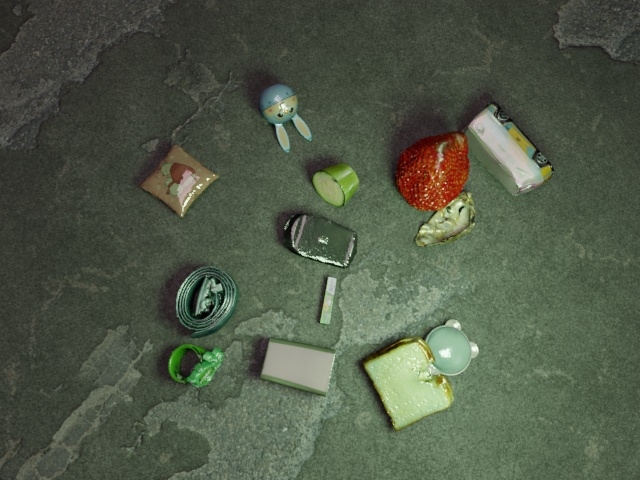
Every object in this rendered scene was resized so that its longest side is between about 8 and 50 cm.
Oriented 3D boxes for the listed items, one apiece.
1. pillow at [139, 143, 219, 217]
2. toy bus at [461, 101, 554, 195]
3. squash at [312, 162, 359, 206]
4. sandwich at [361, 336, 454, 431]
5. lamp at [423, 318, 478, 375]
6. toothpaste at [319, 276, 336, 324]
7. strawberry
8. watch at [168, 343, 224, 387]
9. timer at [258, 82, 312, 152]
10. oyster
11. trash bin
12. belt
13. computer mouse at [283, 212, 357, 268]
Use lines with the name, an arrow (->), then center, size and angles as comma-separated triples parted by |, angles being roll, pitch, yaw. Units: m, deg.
pillow -> -0.550, -0.233, 1.776 | 0.223, 0.084, 0.236 | 39, 82, 5
toy bus -> 0.735, -0.349, 1.822 | 0.162, 0.171, 0.386 | -38, 82, 0
squash -> 0.067, -0.222, 1.766 | 0.123, 0.170, 0.170 | -37, 81, -21
sandwich -> 0.308, 0.489, 1.595 | 0.249, 0.095, 0.273 | -31, 80, 20
lamp -> 0.446, 0.413, 1.659 | 0.246, 0.108, 0.179 | -35, 77, -9
toothpaste -> 0.029, 0.229, 1.716 | 0.037, 0.043, 0.178 | 9, 77, 3
strawberry -> 0.424, -0.281, 1.694 | 0.267, 0.351, 0.311 | 31, 83, 13
watch -> -0.446, 0.431, 1.624 | 0.152, 0.131, 0.165 | 26, 81, 22
timer -> -0.145, -0.505, 1.817 | 0.176, 0.175, 0.255 | -28, 81, -8
oyster -> 0.495, -0.065, 1.790 | 0.295, 0.094, 0.166 | -30, 61, 1
trash bin -> -0.078, 0.443, 1.626 | 0.241, 0.122, 0.163 | 13, 77, 3
belt -> -0.414, 0.228, 1.662 | 0.207, 0.116, 0.267 | 22, 75, 6
computer mouse -> -0.002, 0.000, 1.749 | 0.296, 0.087, 0.168 | 21, 80, -10
